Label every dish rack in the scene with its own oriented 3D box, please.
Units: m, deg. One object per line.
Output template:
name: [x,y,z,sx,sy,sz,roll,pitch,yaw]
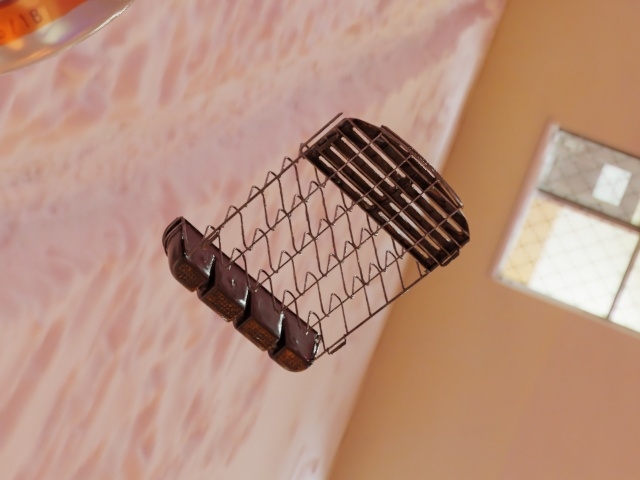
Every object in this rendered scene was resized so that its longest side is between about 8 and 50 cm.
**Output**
dish rack: [0.000,0.000,1.168,0.271,0.208,0.074,-39,-154,20]

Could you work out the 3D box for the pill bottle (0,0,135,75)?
pill bottle: [-0.224,-0.279,0.539,0.224,0.224,0.392,-63,151,-26]
